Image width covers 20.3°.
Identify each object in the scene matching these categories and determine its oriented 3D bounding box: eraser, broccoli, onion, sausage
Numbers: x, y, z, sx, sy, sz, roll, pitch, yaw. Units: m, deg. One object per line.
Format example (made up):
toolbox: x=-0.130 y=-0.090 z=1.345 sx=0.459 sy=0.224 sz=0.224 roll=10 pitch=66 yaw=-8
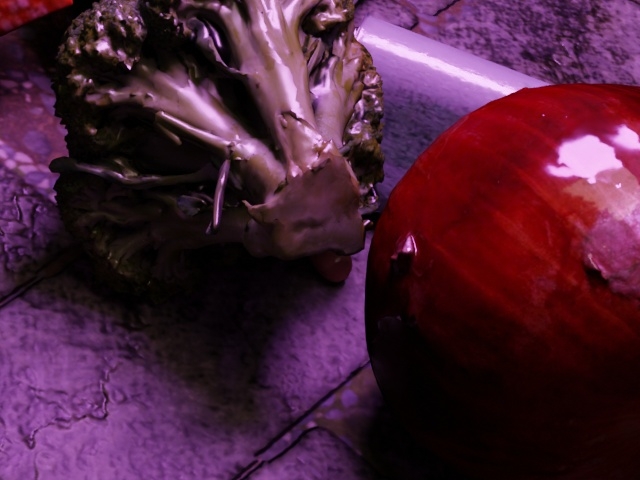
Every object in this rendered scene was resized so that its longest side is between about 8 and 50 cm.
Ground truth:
eraser: x=0.120 y=-0.084 z=1.585 sx=0.227 sy=0.174 sz=0.081 roll=22 pitch=32 yaw=8
broccoli: x=-0.075 y=-0.087 z=1.421 sx=0.303 sy=0.321 sz=0.283 roll=-33 pitch=41 yaw=-8
onion: x=0.181 y=0.037 z=1.385 sx=0.341 sy=0.341 sz=0.341 roll=11 pitch=45 yaw=-11
sausage: x=0.000 y=0.000 z=1.572 sx=0.034 sy=0.034 sz=0.083 roll=-10 pitch=51 yaw=-29

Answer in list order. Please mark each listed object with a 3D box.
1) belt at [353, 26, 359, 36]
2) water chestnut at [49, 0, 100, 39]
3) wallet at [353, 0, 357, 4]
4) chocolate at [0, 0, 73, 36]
belt: x=0.039 y=-0.146 z=1.677 sx=0.140 sy=0.105 sz=0.058 roll=-10 pitch=51 yaw=-14
water chestnut: x=-0.158 y=-0.263 z=1.635 sx=0.223 sy=0.238 sz=0.224 roll=-19 pitch=20 yaw=7
wallet: x=-0.018 y=-0.355 z=1.880 sx=0.252 sy=0.083 sz=0.360 roll=25 pitch=44 yaw=11
chocolate: x=-0.361 y=-0.267 z=1.507 sx=0.237 sy=0.235 sz=0.108 roll=-23 pitch=36 yaw=4
